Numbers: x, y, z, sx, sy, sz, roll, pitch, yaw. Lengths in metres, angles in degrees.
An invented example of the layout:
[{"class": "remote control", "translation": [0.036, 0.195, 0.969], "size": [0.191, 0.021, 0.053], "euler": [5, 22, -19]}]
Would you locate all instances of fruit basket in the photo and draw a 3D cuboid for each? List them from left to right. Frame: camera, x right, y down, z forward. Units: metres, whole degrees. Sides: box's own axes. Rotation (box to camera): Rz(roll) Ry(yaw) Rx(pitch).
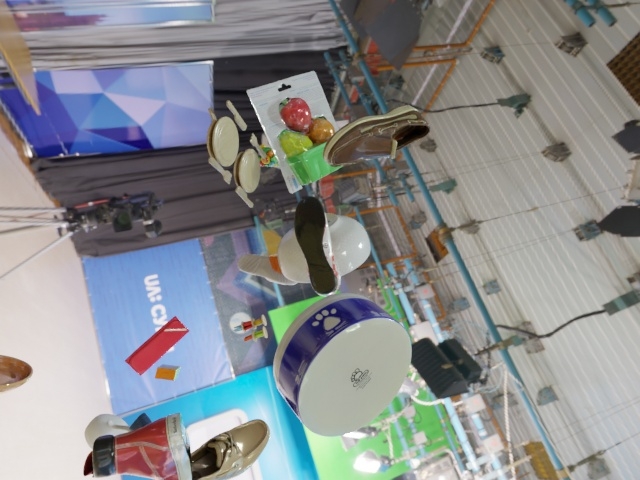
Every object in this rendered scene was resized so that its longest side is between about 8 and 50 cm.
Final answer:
[{"class": "fruit basket", "translation": [-0.067, -0.379, 1.417], "size": [0.165, 0.327, 0.353], "euler": [-15, -74, 51]}]

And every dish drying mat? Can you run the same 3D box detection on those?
[{"class": "dish drying mat", "translation": [-0.219, 0.142, 0.553], "size": [0.008, 0.083, 0.032], "euler": [10, -41, 56]}]

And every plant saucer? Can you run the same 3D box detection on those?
[{"class": "plant saucer", "translation": [-0.843, 0.338, 1.026], "size": [0.200, 0.200, 0.037], "euler": [13, -94, 70]}]

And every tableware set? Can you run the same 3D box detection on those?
[{"class": "tableware set", "translation": [-0.167, -0.160, 0.779], "size": [0.194, 0.039, 0.128], "euler": [55, 44, -66]}]

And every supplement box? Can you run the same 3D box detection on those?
[{"class": "supplement box", "translation": [-0.503, 0.435, 1.349], "size": [0.098, 0.062, 0.036], "euler": [134, -35, -76]}]

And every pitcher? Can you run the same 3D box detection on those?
[{"class": "pitcher", "translation": [-0.725, 0.692, 1.454], "size": [0.125, 0.207, 0.178], "euler": [-42, 155, -62]}]

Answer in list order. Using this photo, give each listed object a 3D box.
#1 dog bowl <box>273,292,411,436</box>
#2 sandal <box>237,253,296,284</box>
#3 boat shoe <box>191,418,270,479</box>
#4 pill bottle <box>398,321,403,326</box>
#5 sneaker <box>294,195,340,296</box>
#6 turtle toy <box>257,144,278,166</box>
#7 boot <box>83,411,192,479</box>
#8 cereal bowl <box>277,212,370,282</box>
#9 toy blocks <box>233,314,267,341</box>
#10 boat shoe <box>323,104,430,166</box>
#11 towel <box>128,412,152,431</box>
[{"class": "dog bowl", "translation": [0.048, 0.242, 0.805], "size": [0.104, 0.265, 0.265], "euler": [32, -47, 53]}, {"class": "sandal", "translation": [-0.190, 0.109, 1.588], "size": [0.076, 0.265, 0.102], "euler": [54, 51, -66]}, {"class": "boat shoe", "translation": [-0.281, 0.619, 1.171], "size": [0.121, 0.341, 0.110], "euler": [40, -47, 28]}, {"class": "pill bottle", "translation": [0.137, 0.248, 1.119], "size": [0.169, 0.094, 0.094], "euler": [1, -73, 31]}, {"class": "sneaker", "translation": [-0.007, 0.024, 1.126], "size": [0.145, 0.090, 0.270], "euler": [61, 16, -76]}, {"class": "turtle toy", "translation": [-0.236, -0.349, 1.715], "size": [0.066, 0.130, 0.095], "euler": [-68, 159, -54]}, {"class": "boot", "translation": [-0.343, 0.428, 0.787], "size": [0.088, 0.176, 0.244], "euler": [-118, -155, -44]}, {"class": "cereal bowl", "translation": [0.000, 0.000, 1.437], "size": [0.339, 0.339, 0.141], "euler": [40, -30, 62]}, {"class": "toy blocks", "translation": [-0.316, 0.404, 1.826], "size": [0.123, 0.148, 0.054], "euler": [-104, 174, -51]}, {"class": "boat shoe", "translation": [0.131, -0.222, 0.897], "size": [0.095, 0.257, 0.095], "euler": [50, -18, 33]}, {"class": "towel", "translation": [-0.560, 0.612, 1.306], "size": [0.119, 0.067, 0.029], "euler": [29, -15, 39]}]
